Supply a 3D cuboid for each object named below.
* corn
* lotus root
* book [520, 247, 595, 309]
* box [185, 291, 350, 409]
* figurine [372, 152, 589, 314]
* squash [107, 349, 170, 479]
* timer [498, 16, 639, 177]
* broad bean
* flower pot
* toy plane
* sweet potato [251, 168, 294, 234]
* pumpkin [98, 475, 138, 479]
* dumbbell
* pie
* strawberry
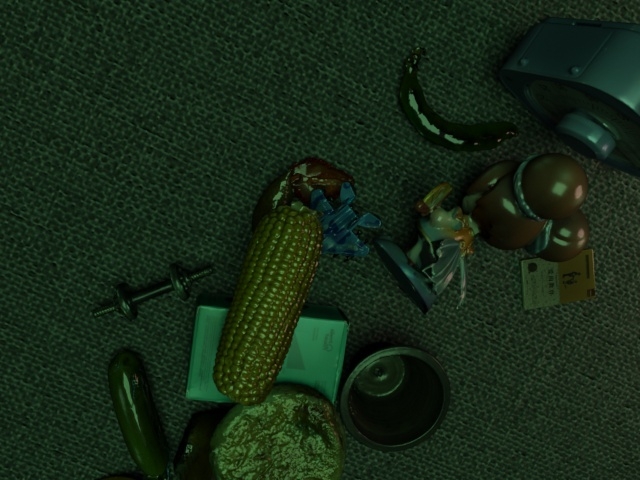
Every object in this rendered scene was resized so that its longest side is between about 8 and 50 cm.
[{"bbox_3d":[-0.098,0.109,1.223,0.144,0.144,0.387,23,78,-11],"label":"corn"},{"bbox_3d":[-0.178,0.478,1.383,0.260,0.149,0.267,35,91,-13],"label":"lotus root"},{"bbox_3d":[0.536,0.087,1.475,0.172,0.012,0.118,-9,102,-6],"label":"book"},{"bbox_3d":[-0.113,0.229,1.357,0.311,0.118,0.205,7,102,-9],"label":"box"},{"bbox_3d":[0.325,-0.021,1.311,0.388,0.248,0.276,-35,143,-4],"label":"figurine"},{"bbox_3d":[-0.375,0.388,1.369,0.087,0.087,0.331,-14,104,-5],"label":"squash"},{"bbox_3d":[0.549,-0.241,1.239,0.395,0.395,0.173,35,93,-12],"label":"timer"},{"bbox_3d":[0.271,-0.261,1.355,0.292,0.049,0.144,35,93,-12],"label":"broad bean"},{"bbox_3d":[0.141,0.306,1.390,0.235,0.148,0.235,-3,104,-10],"label":"flower pot"},{"bbox_3d":[0.003,-0.002,1.340,0.246,0.078,0.169,-42,86,29],"label":"toy plane"},{"bbox_3d":[-0.107,-0.025,1.338,0.075,0.075,0.269,10,108,-10],"label":"sweet potato"},{"bbox_3d":[-0.462,0.604,1.396,0.279,0.111,0.163,-18,116,-4],"label":"pumpkin"},{"bbox_3d":[-0.338,0.103,1.322,0.254,0.081,0.081,-21,102,-2],"label":"dumbbell"},{"bbox_3d":[-0.080,0.420,1.295,0.277,0.078,0.277,0,93,-8],"label":"pie"},{"bbox_3d":[-0.004,-0.119,1.344,0.152,0.048,0.103,0,104,-5],"label":"strawberry"}]
